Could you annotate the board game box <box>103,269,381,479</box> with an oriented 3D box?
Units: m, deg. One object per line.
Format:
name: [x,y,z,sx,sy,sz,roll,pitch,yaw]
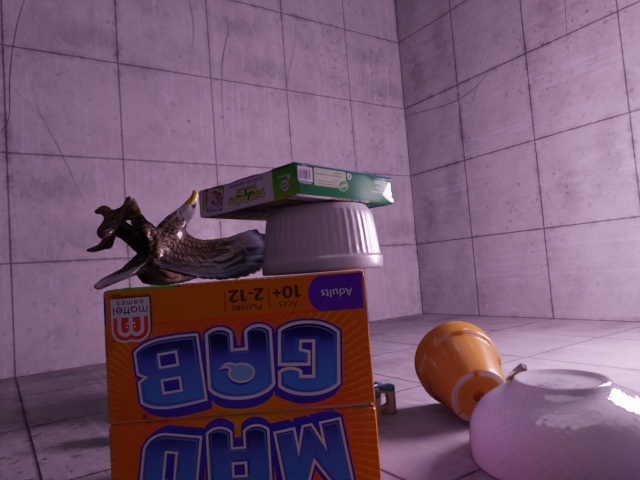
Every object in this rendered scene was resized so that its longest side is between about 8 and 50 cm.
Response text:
board game box: [-0.102,0.240,0.821,0.355,0.357,0.356,-5,-4,0]

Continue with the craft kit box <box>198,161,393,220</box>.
craft kit box: [-0.042,-0.076,0.873,0.246,0.061,0.249,-5,-3,43]

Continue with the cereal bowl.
cereal bowl: [0.432,0.312,0.868,0.338,0.141,0.339,-3,-3,0]

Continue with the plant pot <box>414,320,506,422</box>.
plant pot: [0.340,0.319,1.155,0.204,0.206,0.188,-4,12,-1]

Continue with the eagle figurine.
eagle figurine: [-0.265,0.014,0.949,0.298,0.225,0.226,34,17,-34]

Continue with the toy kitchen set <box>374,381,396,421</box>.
toy kitchen set: [0.068,0.370,1.225,0.207,0.122,0.166,-8,-5,41]

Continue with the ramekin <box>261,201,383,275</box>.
ramekin: [0.000,0.000,0.842,0.206,0.109,0.207,-5,-4,0]

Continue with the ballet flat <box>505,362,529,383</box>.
ballet flat: [0.524,0.369,1.271,0.079,0.077,0.221,-25,-6,7]
